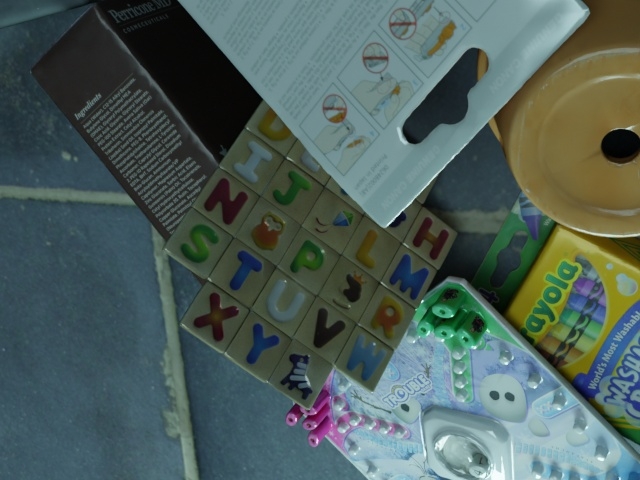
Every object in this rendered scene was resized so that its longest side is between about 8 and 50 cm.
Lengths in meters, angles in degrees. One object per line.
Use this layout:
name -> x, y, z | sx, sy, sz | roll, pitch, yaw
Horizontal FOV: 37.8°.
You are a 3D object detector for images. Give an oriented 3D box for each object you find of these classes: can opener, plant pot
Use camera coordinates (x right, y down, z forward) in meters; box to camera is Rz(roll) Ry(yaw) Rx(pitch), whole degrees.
can opener -> -0.416, -0.328, 1.223 | 0.283, 0.076, 0.095 | -8, 109, 23
plant pot -> 0.289, -0.141, 0.909 | 0.291, 0.203, 0.291 | 8, 126, 11

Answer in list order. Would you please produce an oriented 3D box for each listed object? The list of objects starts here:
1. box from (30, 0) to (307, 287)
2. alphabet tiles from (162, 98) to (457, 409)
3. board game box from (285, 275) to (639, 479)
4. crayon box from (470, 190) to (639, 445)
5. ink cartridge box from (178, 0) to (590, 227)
box -> -0.145, -0.114, 1.141 | 0.143, 0.191, 0.381 | -36, 96, 30
alphabet tiles -> 0.000, 0.000, 1.056 | 0.285, 0.342, 0.011 | 36, 157, -12
board game box -> 0.182, 0.278, 1.200 | 0.390, 0.050, 0.390 | 45, 135, -2
crayon box -> 0.335, 0.100, 1.100 | 0.323, 0.083, 0.203 | 29, 119, 9
ink cartridge box -> 0.041, -0.253, 0.924 | 0.385, 0.091, 0.308 | 49, 127, 9
